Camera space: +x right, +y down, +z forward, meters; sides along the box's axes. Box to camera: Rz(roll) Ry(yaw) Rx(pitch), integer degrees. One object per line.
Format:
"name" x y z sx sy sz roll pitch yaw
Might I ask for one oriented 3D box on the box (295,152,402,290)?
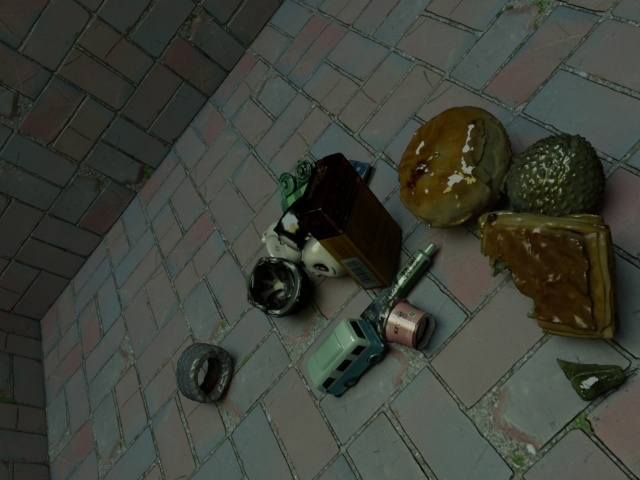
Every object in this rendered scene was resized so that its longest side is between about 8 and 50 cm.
"box" 0.107 -0.058 1.709 0.116 0.415 0.264 -14 44 38

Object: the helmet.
"helmet" -0.136 0.192 2.007 0.306 0.177 0.224 20 87 40

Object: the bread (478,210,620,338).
"bread" 0.604 0.069 1.339 0.370 0.192 0.313 9 115 57

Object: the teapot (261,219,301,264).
"teapot" -0.142 0.006 2.132 0.298 0.139 0.204 25 130 39

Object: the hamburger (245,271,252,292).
"hamburger" -0.264 0.184 2.215 0.133 0.062 0.140 -36 45 18

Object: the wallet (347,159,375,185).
"wallet" 0.119 -0.266 2.117 0.202 0.059 0.141 15 76 47

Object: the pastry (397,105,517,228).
"pastry" 0.436 -0.229 1.649 0.410 0.245 0.409 -33 45 42

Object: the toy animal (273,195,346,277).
"toy animal" 0.000 0.000 1.902 0.310 0.251 0.250 38 96 10

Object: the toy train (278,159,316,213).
"toy train" -0.042 -0.201 2.113 0.299 0.167 0.238 -31 72 46

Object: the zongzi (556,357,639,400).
"zongzi" 0.681 0.307 1.267 0.154 0.062 0.130 -35 35 15

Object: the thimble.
"thimble" -0.483 0.544 2.121 0.172 0.205 0.236 -5 89 47

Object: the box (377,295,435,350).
"box" 0.274 0.266 1.607 0.135 0.151 0.151 20 82 38

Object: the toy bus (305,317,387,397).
"toy bus" 0.068 0.386 1.699 0.271 0.165 0.133 -52 42 21

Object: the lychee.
"lychee" 0.650 -0.162 1.424 0.256 0.274 0.255 -4 61 7

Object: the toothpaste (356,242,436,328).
"toothpaste" 0.258 0.161 1.736 0.392 0.061 0.098 -53 47 11
